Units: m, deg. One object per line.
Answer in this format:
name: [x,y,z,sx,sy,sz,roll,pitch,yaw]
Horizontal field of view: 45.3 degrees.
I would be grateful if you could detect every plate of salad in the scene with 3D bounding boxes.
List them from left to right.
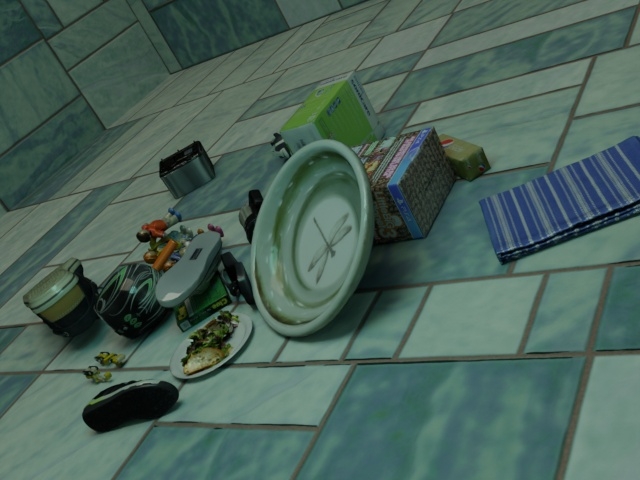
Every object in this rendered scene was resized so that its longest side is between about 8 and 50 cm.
plate of salad: [-0.236,0.211,1.614,0.199,0.048,0.200,-24,26,13]

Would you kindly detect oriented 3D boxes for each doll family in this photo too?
doll family: [-0.383,0.024,2.069,0.263,0.118,0.163,18,44,35]

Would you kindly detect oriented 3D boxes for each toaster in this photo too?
toaster: [-0.451,-0.242,2.592,0.168,0.110,0.186,-30,25,1]

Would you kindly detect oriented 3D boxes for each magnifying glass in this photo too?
magnifying glass: [-0.436,0.099,1.960,0.231,0.026,0.092,-58,35,-1]

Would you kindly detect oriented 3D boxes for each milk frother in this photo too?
milk frother: [-0.124,-0.057,1.955,0.143,0.129,0.135,10,18,-19]

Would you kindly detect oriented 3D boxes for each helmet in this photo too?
helmet: [-0.440,0.137,1.832,0.161,0.169,0.169,-49,27,-2]

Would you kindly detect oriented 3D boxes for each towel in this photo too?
towel: [0.468,-0.086,1.434,0.336,0.040,0.243,-23,26,15]

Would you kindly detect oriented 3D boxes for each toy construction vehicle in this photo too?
toy construction vehicle: [-0.495,0.291,1.763,0.098,0.035,0.086,-7,22,34]

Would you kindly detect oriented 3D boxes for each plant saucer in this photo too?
plant saucer: [0.000,0.000,1.552,0.400,0.100,0.400,-24,60,48]

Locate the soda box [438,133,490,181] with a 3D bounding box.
soda box: [0.312,-0.193,1.769,0.061,0.058,0.181,-33,25,-8]

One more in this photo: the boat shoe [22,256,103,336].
boat shoe: [-0.688,0.158,2.073,0.187,0.156,0.500,-42,16,-13]

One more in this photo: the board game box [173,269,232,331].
board game box: [-0.300,0.123,1.865,0.136,0.030,0.260,-30,25,-4]

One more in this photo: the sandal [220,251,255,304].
sandal: [-0.197,0.092,1.743,0.054,0.097,0.254,-23,13,-12]

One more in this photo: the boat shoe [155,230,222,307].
boat shoe: [-0.299,0.084,1.799,0.096,0.088,0.267,-2,33,16]

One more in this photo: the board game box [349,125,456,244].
board game box: [0.119,-0.110,1.721,0.291,0.141,0.232,-9,33,37]

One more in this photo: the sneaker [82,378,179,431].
sneaker: [-0.382,0.308,1.547,0.234,0.084,0.097,-19,26,22]

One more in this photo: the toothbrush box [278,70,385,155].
toothbrush box: [0.039,-0.292,2.063,0.122,0.206,0.283,-10,33,37]

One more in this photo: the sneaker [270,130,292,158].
sneaker: [-0.077,-0.328,2.377,0.153,0.094,0.235,-3,46,29]
